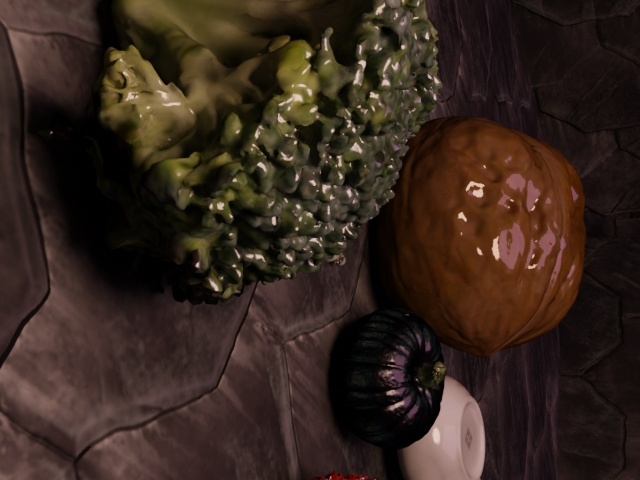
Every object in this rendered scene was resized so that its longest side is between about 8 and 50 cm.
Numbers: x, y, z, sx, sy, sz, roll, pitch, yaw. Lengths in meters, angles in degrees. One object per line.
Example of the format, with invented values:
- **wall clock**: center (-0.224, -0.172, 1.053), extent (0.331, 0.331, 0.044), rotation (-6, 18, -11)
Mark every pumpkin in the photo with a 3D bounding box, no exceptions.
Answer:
- **pumpkin**: center (0.099, 0.191, 1.029), extent (0.194, 0.150, 0.194), rotation (18, 90, -71)

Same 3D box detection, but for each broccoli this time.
- **broccoli**: center (-0.067, -0.118, 0.607), extent (0.293, 0.281, 0.347), rotation (-14, 139, -56)

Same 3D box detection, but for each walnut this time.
- **walnut**: center (0.252, -0.011, 1.191), extent (0.354, 0.308, 0.397), rotation (17, 67, -27)

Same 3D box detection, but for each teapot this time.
- **teapot**: center (0.181, 0.326, 1.178), extent (0.204, 0.140, 0.297), rotation (-54, 131, -56)

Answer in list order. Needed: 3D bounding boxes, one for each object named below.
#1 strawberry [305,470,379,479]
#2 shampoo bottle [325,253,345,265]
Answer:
- **strawberry**: center (-0.001, 0.331, 0.860), extent (0.208, 0.087, 0.167), rotation (48, 56, -32)
- **shampoo bottle**: center (0.000, 0.000, 0.972), extent (0.141, 0.034, 0.048), rotation (46, 38, -53)
